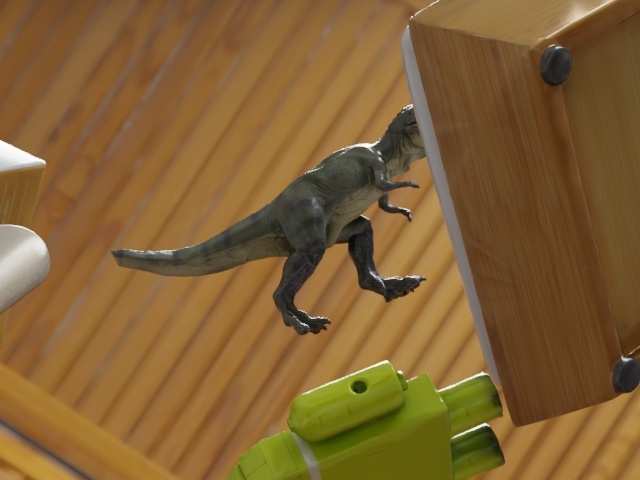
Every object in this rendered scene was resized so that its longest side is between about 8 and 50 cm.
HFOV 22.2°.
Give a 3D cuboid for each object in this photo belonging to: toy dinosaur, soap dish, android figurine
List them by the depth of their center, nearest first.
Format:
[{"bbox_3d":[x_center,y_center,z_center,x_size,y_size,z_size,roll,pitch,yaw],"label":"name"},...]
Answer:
[{"bbox_3d":[0.187,-0.051,1.073,0.229,0.290,0.118,-31,25,-33],"label":"soap dish"},{"bbox_3d":[0.000,0.000,1.144,0.268,0.118,0.064,-27,-11,-3],"label":"toy dinosaur"},{"bbox_3d":[0.026,0.201,1.398,0.273,0.056,0.248,-21,-37,-7],"label":"android figurine"}]

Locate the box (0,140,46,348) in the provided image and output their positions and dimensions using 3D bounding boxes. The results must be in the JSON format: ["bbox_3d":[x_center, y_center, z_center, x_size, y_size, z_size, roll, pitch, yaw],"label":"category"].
[{"bbox_3d":[-0.447,0.010,1.531,0.345,0.168,0.215,-17,-52,-60],"label":"box"}]

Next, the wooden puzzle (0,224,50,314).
[{"bbox_3d":[-0.293,0.035,0.832,0.221,0.239,0.044,-42,-51,-49],"label":"wooden puzzle"}]
